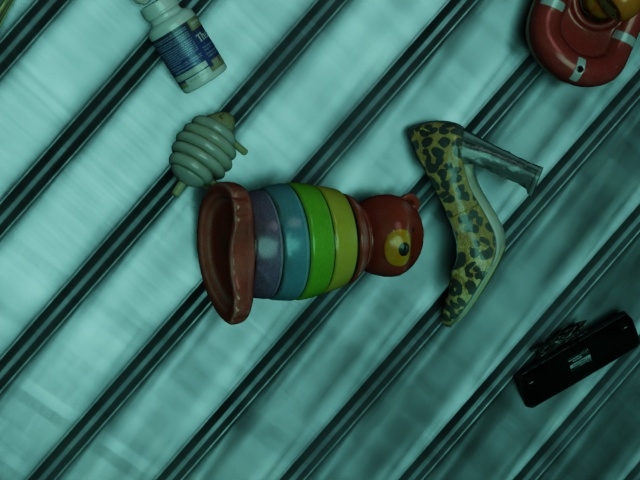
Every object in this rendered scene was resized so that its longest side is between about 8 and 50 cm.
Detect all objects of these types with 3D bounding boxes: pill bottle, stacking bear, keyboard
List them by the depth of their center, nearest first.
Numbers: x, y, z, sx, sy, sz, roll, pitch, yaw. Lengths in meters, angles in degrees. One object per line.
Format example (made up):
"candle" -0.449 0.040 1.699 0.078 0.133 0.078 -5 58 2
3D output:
"pill bottle" -0.177 -0.253 1.720 0.067 0.067 0.120 -33 104 -5
"stacking bear" 0.000 0.000 1.751 0.289 0.164 0.175 -4 102 -22
"keyboard" 0.357 0.154 1.915 0.192 0.038 0.100 -29 126 -7

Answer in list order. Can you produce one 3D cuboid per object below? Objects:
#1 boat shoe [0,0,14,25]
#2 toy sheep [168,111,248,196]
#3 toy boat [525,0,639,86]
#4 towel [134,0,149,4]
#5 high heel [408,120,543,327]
"boat shoe" -0.397 -0.321 1.662 0.068 0.072 0.190 17 94 -13
"toy sheep" -0.150 -0.110 1.739 0.091 0.091 0.132 33 73 -14
"toy boat" 0.373 -0.315 1.779 0.151 0.151 0.231 22 94 -13
"towel" -0.217 -0.494 1.603 0.317 0.053 0.332 44 120 -12
"high heel" 0.166 -0.026 1.835 0.186 0.093 0.261 26 106 8
